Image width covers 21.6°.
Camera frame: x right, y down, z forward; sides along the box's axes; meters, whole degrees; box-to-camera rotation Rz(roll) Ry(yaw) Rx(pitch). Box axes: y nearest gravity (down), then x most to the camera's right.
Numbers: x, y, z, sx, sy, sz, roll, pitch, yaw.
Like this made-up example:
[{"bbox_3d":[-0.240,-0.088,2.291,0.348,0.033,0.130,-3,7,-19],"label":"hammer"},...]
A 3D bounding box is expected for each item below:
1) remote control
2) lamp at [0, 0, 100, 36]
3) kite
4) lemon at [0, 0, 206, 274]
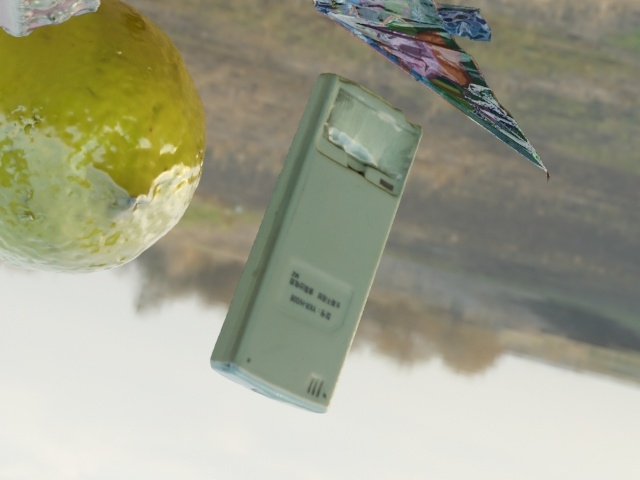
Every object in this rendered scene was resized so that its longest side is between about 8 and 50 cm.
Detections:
[{"bbox_3d":[0.000,0.000,1.447,0.123,0.285,0.038,26,166,-36],"label":"remote control"},{"bbox_3d":[-0.227,-0.253,1.244,0.177,0.177,0.274,15,171,-6],"label":"lamp"},{"bbox_3d":[0.058,-0.163,1.279,0.234,0.016,0.321,17,152,54],"label":"kite"},{"bbox_3d":[-0.283,-0.122,1.840,0.336,0.336,0.336,14,178,0],"label":"lemon"}]
